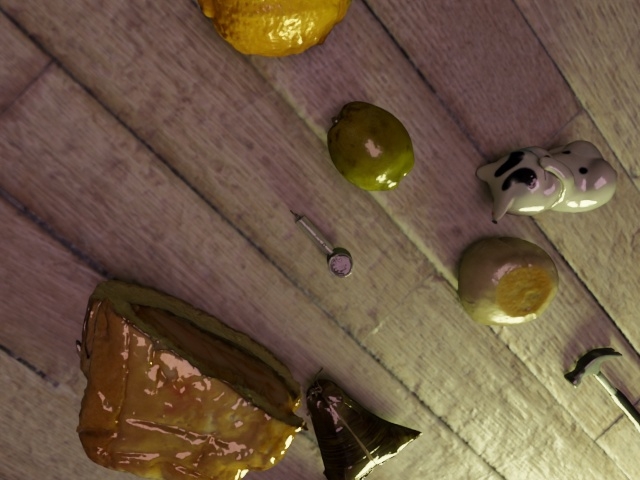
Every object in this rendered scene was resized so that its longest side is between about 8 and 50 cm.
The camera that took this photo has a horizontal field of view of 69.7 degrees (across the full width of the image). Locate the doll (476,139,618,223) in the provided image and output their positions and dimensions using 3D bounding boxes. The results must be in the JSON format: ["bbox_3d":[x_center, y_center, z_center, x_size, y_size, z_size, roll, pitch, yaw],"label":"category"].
[{"bbox_3d":[0.341,-0.090,0.688,0.181,0.110,0.106,-3,144,-12],"label":"doll"}]

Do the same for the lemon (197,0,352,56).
[{"bbox_3d":[-0.050,-0.292,0.540,0.187,0.142,0.142,-7,106,-16],"label":"lemon"}]

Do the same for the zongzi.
[{"bbox_3d":[0.073,0.284,0.753,0.184,0.084,0.187,-20,103,-20],"label":"zongzi"}]

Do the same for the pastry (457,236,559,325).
[{"bbox_3d":[0.296,0.068,0.730,0.157,0.092,0.156,-2,109,-5],"label":"pastry"}]

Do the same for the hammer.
[{"bbox_3d":[0.569,0.293,0.875,0.246,0.029,0.103,42,94,-19],"label":"hammer"}]

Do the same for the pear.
[{"bbox_3d":[0.067,-0.126,0.628,0.131,0.107,0.107,36,95,-8],"label":"pear"}]

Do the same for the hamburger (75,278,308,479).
[{"bbox_3d":[-0.205,0.214,0.630,0.330,0.162,0.209,37,97,-20],"label":"hamburger"}]

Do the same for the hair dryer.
[{"bbox_3d":[0.000,0.000,0.673,0.038,0.063,0.124,-42,96,4],"label":"hair dryer"}]
